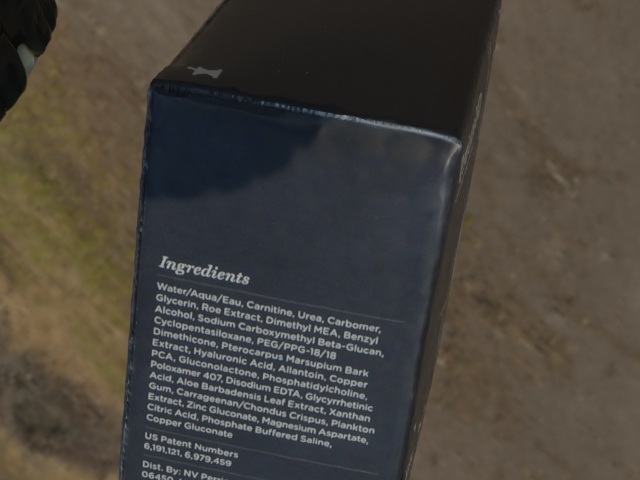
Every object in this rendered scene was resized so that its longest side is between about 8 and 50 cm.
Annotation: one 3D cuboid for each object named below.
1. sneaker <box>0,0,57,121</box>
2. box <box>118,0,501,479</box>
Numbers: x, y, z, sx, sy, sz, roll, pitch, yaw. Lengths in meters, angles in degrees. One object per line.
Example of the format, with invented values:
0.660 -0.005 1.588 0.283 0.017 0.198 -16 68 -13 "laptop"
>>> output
-0.234 -0.033 0.372 0.182 0.410 0.158 1 128 39 "sneaker"
0.000 0.000 0.495 0.093 0.156 0.158 10 118 7 "box"
